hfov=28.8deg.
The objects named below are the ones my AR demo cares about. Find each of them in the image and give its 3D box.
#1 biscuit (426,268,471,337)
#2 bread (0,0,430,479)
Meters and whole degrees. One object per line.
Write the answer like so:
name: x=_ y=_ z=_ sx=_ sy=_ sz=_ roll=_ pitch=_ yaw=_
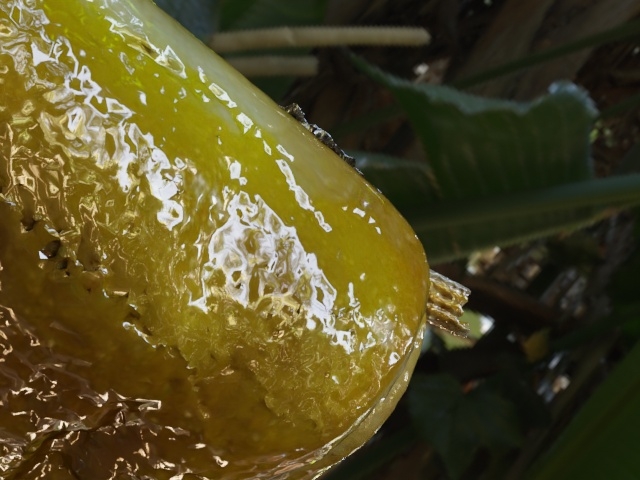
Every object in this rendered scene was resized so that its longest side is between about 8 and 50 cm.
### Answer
biscuit: x=0.000 y=0.000 z=1.345 sx=0.378 sy=0.054 sz=0.094 roll=27 pitch=1 yaw=-14
bread: x=-0.157 y=0.033 z=0.544 sx=0.328 sy=0.148 sz=0.337 roll=-31 pitch=-58 yaw=31
